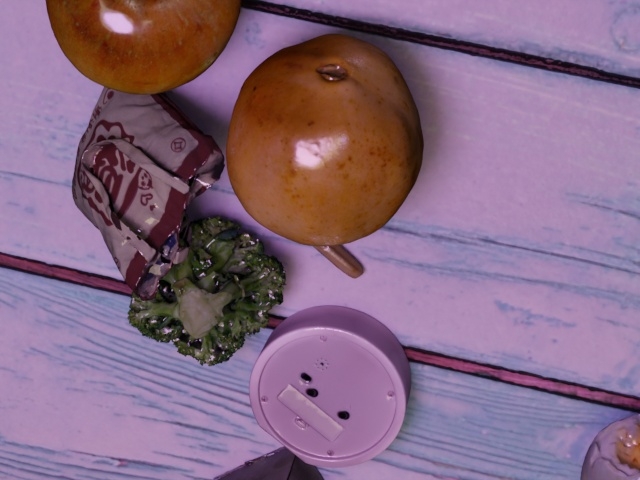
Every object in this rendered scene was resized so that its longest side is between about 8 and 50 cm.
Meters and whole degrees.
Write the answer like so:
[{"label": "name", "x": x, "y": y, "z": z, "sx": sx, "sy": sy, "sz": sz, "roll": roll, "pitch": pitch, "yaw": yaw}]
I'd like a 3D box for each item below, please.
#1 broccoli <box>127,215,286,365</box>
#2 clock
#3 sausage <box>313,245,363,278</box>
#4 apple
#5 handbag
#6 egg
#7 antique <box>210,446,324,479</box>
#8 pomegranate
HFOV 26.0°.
[{"label": "broccoli", "x": -0.139, "y": 0.062, "z": 1.669, "sx": 0.195, "sy": 0.156, "sz": 0.195, "roll": -4, "pitch": 108, "yaw": -12}, {"label": "clock", "x": 0.013, "y": 0.182, "z": 1.732, "sx": 0.196, "sy": 0.068, "sz": 0.197, "roll": 4, "pitch": 113, "yaw": 10}, {"label": "sausage", "x": 0.000, "y": 0.000, "z": 1.683, "sx": 0.132, "sy": 0.024, "sz": 0.024, "roll": 42, "pitch": 113, "yaw": -7}, {"label": "apple", "x": -0.198, "y": -0.275, "z": 1.521, "sx": 0.237, "sy": 0.207, "sz": 0.237, "roll": 0, "pitch": 89, "yaw": -9}, {"label": "handbag", "x": -0.213, "y": -0.077, "z": 1.607, "sx": 0.127, "sy": 0.235, "sz": 0.213, "roll": 11, "pitch": 115, "yaw": -37}, {"label": "egg", "x": 0.405, "y": 0.324, "z": 1.655, "sx": 0.183, "sy": 0.183, "sz": 0.217, "roll": -9, "pitch": 117, "yaw": 14}, {"label": "antique", "x": -0.066, "y": 0.372, "z": 1.785, "sx": 0.152, "sy": 0.147, "sz": 0.148, "roll": -27, "pitch": 107, "yaw": 19}, {"label": "pomegranate", "x": 0.002, "y": -0.109, "z": 1.526, "sx": 0.233, "sy": 0.233, "sz": 0.233, "roll": 4, "pitch": 113, "yaw": 9}]
